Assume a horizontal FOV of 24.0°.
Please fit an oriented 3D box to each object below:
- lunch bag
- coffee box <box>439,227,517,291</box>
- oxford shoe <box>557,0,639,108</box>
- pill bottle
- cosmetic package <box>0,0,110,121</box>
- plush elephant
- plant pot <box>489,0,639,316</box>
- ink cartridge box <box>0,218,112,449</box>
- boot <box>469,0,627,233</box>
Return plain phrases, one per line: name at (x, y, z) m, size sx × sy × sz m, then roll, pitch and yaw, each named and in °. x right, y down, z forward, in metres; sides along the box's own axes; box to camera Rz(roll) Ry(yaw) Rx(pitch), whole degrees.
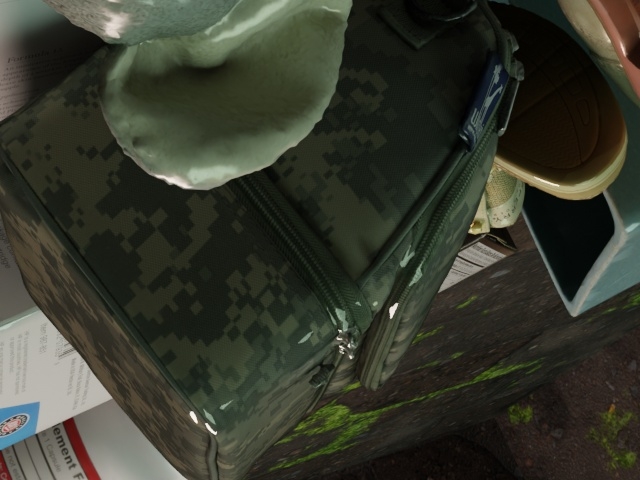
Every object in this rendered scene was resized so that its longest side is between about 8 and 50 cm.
lunch bag at (-0.025, -0.016, 0.857) m, size 0.256 × 0.212 × 0.305 m, roll -39°, pitch 168°, yaw -15°
coffee box at (0.000, 0.000, 1.334) m, size 0.297 × 0.168 × 0.119 m, roll -30°, pitch 164°, yaw 15°
oxford shoe at (0.149, -0.205, 0.824) m, size 0.140 × 0.146 × 0.397 m, roll -35°, pitch 130°, yaw -5°
pill bottle at (-0.284, 0.243, 1.580) m, size 0.407 × 0.229 × 0.229 m, roll -26°, pitch 164°, yaw 3°
cosmetic package at (-0.131, -0.126, 0.856) m, size 0.377 × 0.097 × 0.284 m, roll -17°, pitch 164°, yaw -29°
plush elephant at (-0.033, -0.172, 0.523) m, size 0.255 × 0.272 × 0.330 m, roll -44°, pitch 180°, yaw 1°
plant pot at (0.278, -0.123, 1.189) m, size 0.252 × 0.248 × 0.247 m, roll -22°, pitch 164°, yaw -6°
ink cartridge box at (-0.164, 0.021, 1.134) m, size 0.307 × 0.129 × 0.223 m, roll -24°, pitch 158°, yaw -24°
boot at (0.121, -0.068, 1.034) m, size 0.095 × 0.262 × 0.203 m, roll -43°, pitch 141°, yaw -12°
